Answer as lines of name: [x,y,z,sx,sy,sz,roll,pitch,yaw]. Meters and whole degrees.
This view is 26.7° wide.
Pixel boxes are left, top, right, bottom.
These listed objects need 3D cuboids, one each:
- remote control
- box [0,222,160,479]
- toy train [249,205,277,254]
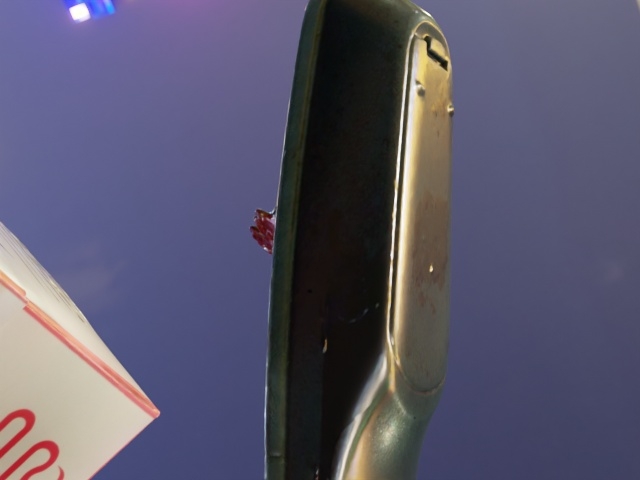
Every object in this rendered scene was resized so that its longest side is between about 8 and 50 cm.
remote control: [0.012,0.034,0.394,0.042,0.221,0.072,-1,173,23]
box: [-0.371,0.093,1.063,0.312,0.300,0.314,-43,-127,-6]
toy train: [0.000,0.000,0.873,0.050,0.087,0.138,-45,179,-10]
